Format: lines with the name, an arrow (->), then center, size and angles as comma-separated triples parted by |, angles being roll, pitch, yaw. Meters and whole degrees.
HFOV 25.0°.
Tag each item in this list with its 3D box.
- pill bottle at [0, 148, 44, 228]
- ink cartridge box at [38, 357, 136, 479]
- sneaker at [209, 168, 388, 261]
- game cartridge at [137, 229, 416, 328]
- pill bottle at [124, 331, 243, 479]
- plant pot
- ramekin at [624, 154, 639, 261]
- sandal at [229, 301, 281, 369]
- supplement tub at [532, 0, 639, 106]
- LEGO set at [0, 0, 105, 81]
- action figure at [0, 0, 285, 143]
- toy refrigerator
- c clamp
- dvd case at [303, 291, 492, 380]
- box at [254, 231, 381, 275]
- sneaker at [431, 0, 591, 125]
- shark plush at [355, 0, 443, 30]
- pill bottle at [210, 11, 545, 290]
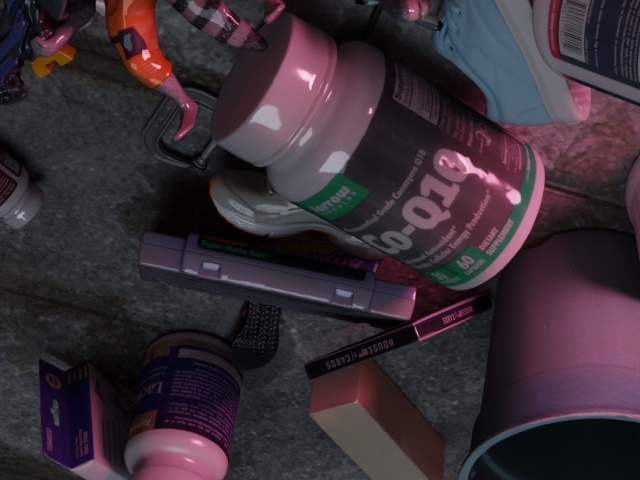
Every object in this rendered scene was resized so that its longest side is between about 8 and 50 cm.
pill bottle -> -0.436, -0.082, 1.871 | 0.086, 0.086, 0.152 | -26, 128, 32
ink cartridge box -> -0.324, 0.287, 2.173 | 0.045, 0.223, 0.224 | -41, 124, 17
sneaker -> -0.009, -0.065, 1.839 | 0.262, 0.099, 0.121 | 12, 131, -17
game cartridge -> -0.063, 0.052, 1.907 | 0.355, 0.068, 0.230 | 12, 168, -5
pill bottle -> -0.202, 0.278, 2.110 | 0.153, 0.264, 0.153 | 4, 138, 3
plant pot -> 0.352, 0.188, 1.879 | 0.341, 0.334, 0.341 | 4, 139, 3
ramekin -> 0.518, -0.018, 1.774 | 0.277, 0.135, 0.277 | 4, 138, 3
sandal -> -0.087, 0.115, 2.089 | 0.067, 0.040, 0.179 | 10, 124, -11
supplement tub -> 0.365, -0.215, 1.427 | 0.272, 0.191, 0.191 | 29, 155, 40
LEGO set -> -0.358, -0.237, 1.687 | 0.227, 0.087, 0.093 | -25, 129, 29
action figure -> -0.235, -0.261, 1.564 | 0.330, 0.178, 0.341 | 41, 133, 0
toy refrigerator -> 0.086, 0.288, 2.205 | 0.094, 0.102, 0.269 | -18, 133, 26
c clamp -> -0.147, -0.135, 1.819 | 0.137, 0.022, 0.161 | 28, 134, -22
dvd case -> 0.109, 0.129, 1.958 | 0.179, 0.029, 0.239 | -23, 175, 31
box -> 0.000, 0.000, 1.928 | 0.169, 0.054, 0.059 | 12, 139, -6
sneaker -> 0.175, -0.253, 1.562 | 0.150, 0.135, 0.366 | -9, 131, 24
shark plush -> 0.066, -0.273, 1.564 | 0.067, 0.161, 0.073 | -26, 134, -26
pill bottle -> 0.066, -0.104, 1.687 | 0.361, 0.204, 0.204 | 28, 134, -22
